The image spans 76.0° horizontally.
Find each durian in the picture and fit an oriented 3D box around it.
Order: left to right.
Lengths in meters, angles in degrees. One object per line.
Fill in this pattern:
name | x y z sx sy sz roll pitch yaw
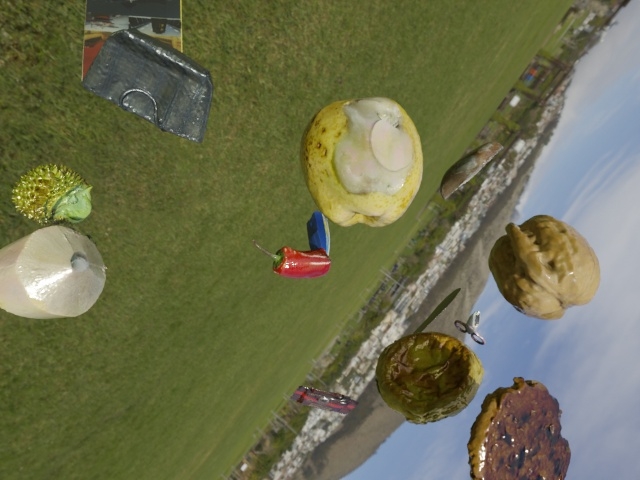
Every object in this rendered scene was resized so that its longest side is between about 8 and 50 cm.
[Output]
durian | -0.825 -0.139 1.266 0.237 0.176 0.200 -157 -100 -81

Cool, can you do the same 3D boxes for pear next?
pear | 0.085 -0.157 0.848 0.271 0.271 0.271 -50 169 -14

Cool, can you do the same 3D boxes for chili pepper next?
chili pepper | -0.127 0.094 1.687 0.337 0.135 0.131 4 125 -34

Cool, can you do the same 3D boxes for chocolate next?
chocolate | 0.009 0.437 1.113 0.086 0.182 0.028 -54 -156 35
chocolate | 0.532 -0.268 1.495 0.156 0.080 0.254 -33 169 -36

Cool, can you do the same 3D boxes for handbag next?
handbag | -0.359 -0.339 0.898 0.175 0.270 0.089 -56 -155 21

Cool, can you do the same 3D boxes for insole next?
insole | 0.494 0.308 1.745 0.327 0.007 0.111 -41 175 -18

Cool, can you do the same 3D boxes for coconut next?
coconut | -0.701 0.085 1.073 0.244 0.240 0.239 -11 -171 25

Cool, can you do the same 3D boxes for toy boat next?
toy boat | 0.000 0.000 1.910 0.129 0.088 0.296 -55 -151 33

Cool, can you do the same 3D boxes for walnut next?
walnut | 0.530 0.057 0.994 0.224 0.257 0.257 -43 175 29

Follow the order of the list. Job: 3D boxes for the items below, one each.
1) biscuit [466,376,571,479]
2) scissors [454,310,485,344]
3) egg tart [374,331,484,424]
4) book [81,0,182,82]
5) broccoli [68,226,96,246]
biscuit | 0.428 0.452 0.893 0.081 0.334 0.290 0 -126 58
scissors | 0.350 0.196 0.947 0.022 0.085 0.176 -45 151 -13
egg tart | 0.339 0.432 1.288 0.341 0.340 0.132 -44 133 -39
book | -0.537 -0.604 1.183 0.262 0.375 0.028 -2 166 -14
broccoli | -0.964 0.078 1.540 0.180 0.273 0.243 -16 120 -12
